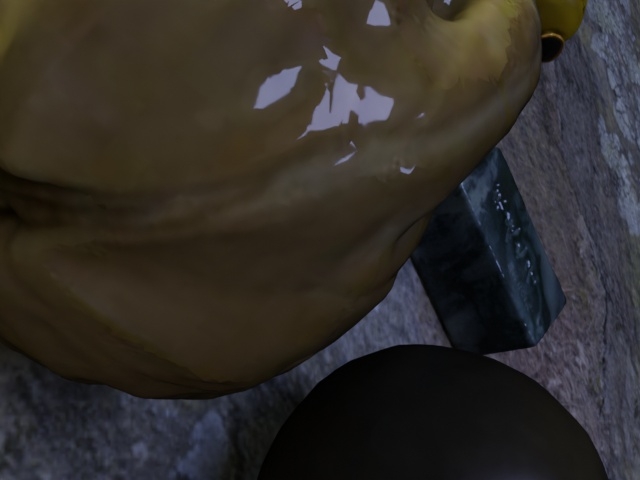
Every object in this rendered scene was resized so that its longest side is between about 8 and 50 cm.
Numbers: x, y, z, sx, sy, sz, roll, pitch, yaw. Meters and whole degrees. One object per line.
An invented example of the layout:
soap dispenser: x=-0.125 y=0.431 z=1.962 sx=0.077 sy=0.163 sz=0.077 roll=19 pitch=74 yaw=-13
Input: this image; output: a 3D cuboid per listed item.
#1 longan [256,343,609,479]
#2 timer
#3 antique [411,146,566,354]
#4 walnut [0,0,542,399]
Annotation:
longan: x=0.069 y=0.198 z=0.651 sx=0.258 sy=0.258 sz=0.258 roll=16 pitch=68 yaw=-44
timer: x=0.239 y=-0.266 z=1.064 sx=0.107 sy=0.107 sz=0.109 roll=41 pitch=56 yaw=-32
antique: x=0.144 y=0.006 z=0.899 sx=0.088 sy=0.086 sz=0.183 roll=-41 pitch=109 yaw=-46
walnut: x=-0.069 y=-0.097 z=0.538 sx=0.383 sy=0.383 sz=0.384 roll=16 pitch=68 yaw=-44
